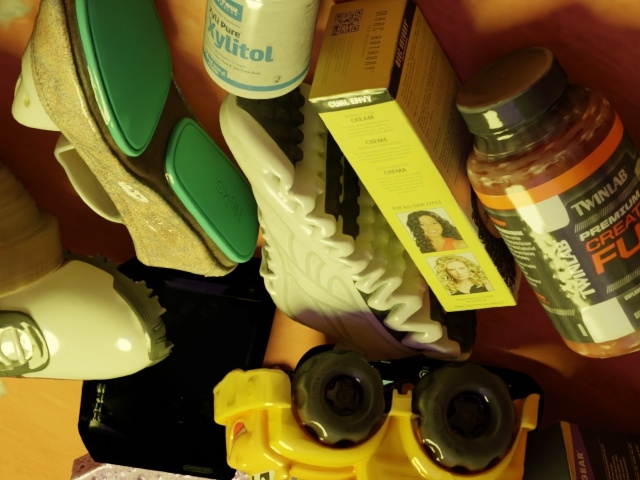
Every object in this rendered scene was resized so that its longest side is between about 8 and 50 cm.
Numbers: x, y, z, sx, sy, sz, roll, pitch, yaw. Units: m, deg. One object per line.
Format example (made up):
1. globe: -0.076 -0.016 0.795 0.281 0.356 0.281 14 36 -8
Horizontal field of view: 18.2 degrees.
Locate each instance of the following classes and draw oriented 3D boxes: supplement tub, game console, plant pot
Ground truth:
1. supplement tub: 0.162 -0.027 1.287 0.106 0.106 0.198 -17 118 32
2. game console: -0.003 0.112 1.554 0.361 0.044 0.213 8 130 -6
3. supplement tub: -0.036 -0.145 1.228 0.071 0.071 0.107 10 144 1
4. plant pot: -0.303 -0.022 1.379 0.237 0.237 0.109 -3 105 17

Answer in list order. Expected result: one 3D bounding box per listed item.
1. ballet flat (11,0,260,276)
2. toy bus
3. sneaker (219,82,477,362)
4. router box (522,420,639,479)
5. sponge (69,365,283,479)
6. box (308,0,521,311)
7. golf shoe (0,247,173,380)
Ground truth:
1. ballet flat: -0.141 -0.077 1.321 0.106 0.107 0.316 2 142 24
2. toy bus: 0.034 0.193 1.427 0.220 0.211 0.149 8 168 -19
3. sneaker: 0.000 0.000 1.376 0.118 0.110 0.292 -14 136 26
4. router box: 0.177 0.247 1.627 0.243 0.081 0.309 13 148 -38
5. sponge: -0.090 0.189 1.665 0.210 0.031 0.117 -25 122 20
6. box: 0.071 -0.054 1.312 0.058 0.087 0.232 -8 141 26
7. golf shoe: -0.237 0.072 1.466 0.273 0.120 0.105 4 121 30
